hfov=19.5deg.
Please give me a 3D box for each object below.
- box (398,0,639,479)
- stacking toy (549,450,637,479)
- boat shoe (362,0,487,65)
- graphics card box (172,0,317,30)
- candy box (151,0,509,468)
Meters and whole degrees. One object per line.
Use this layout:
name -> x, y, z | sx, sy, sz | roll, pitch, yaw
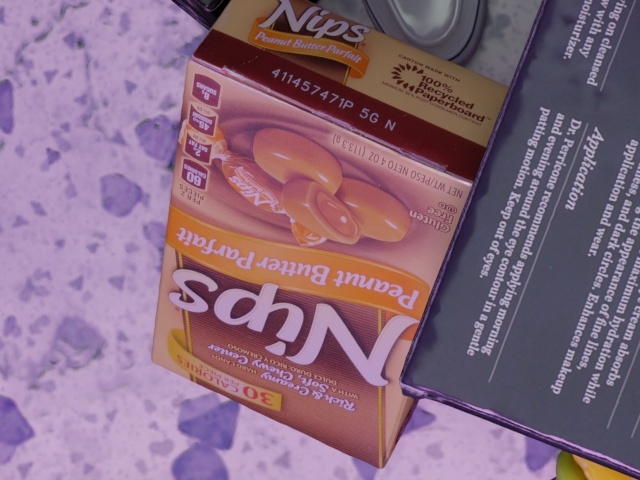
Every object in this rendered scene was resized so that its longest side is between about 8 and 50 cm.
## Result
box -> 0.254, -0.022, 1.010 | 0.312, 0.179, 0.343 | 22, 90, 11
stacking toy -> 0.208, 0.170, 1.223 | 0.175, 0.166, 0.302 | 32, 112, 8
boat shoe -> 0.050, -0.241, 1.256 | 0.095, 0.084, 0.258 | -15, 89, 11
graphics card box -> -0.165, -0.275, 1.220 | 0.371, 0.233, 0.094 | 39, 90, 6
candy box -> 0.000, 0.000, 1.177 | 0.183, 0.316, 0.087 | 25, 52, 9
